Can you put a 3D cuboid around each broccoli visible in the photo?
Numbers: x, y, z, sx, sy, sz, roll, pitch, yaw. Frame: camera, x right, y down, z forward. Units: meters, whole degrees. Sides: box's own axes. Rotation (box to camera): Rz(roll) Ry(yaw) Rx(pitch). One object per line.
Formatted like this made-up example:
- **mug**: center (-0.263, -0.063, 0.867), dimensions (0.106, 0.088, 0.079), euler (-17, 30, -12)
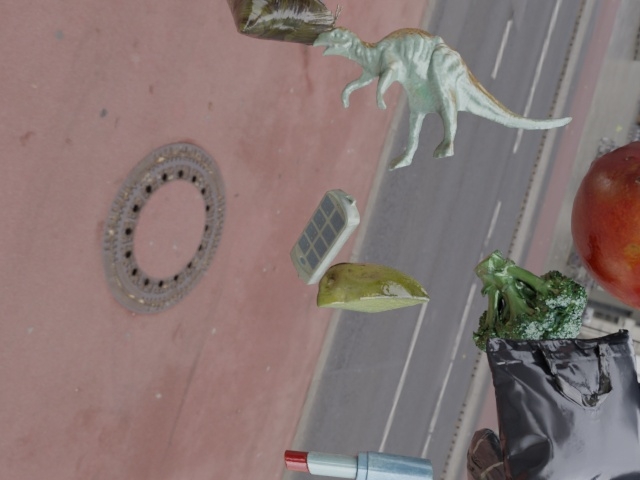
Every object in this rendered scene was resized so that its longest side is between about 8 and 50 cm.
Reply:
- **broccoli**: center (0.454, 0.150, 1.338), dimensions (0.270, 0.270, 0.270), euler (-39, 176, -3)

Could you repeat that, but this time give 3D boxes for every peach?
- **peach**: center (0.724, -0.037, 1.262), dimensions (0.388, 0.388, 0.388), euler (-40, 138, -49)

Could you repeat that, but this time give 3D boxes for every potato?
- **potato**: center (0.081, 0.062, 0.914), dimensions (0.149, 0.120, 0.081), euler (13, 64, -47)

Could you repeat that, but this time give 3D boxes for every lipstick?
- **lipstick**: center (0.067, 0.423, 1.094), dimensions (0.068, 0.274, 0.061), euler (99, -3, -46)

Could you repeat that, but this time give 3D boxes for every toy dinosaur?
- **toy dinosaur**: center (0.177, -0.202, 0.856), dimensions (0.092, 0.393, 0.205), euler (-9, 104, -84)

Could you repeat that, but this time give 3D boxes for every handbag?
- **handbag**: center (0.347, 0.227, 0.798), dimensions (0.089, 0.254, 0.211), euler (132, -44, -64)

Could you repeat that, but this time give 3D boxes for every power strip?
- **power strip**: center (0.000, 0.000, 1.050), dimensions (0.029, 0.080, 0.227), euler (-11, 147, -38)

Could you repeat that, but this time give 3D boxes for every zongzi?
- **zongzi**: center (-0.043, -0.305, 0.836), dimensions (0.187, 0.184, 0.084), euler (14, 129, -29)

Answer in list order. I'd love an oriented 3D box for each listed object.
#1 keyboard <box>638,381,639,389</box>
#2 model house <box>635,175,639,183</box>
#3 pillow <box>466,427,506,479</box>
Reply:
- **keyboard**: center (0.498, 0.220, 0.843), dimensions (0.023, 0.231, 0.072), euler (34, 36, -21)
- **model house**: center (0.659, -0.118, 0.984), dimensions (0.160, 0.196, 0.254), euler (-48, 144, -4)
- **pillow**: center (0.320, 0.455, 0.999), dimensions (0.335, 0.093, 0.161), euler (-108, -174, -77)
